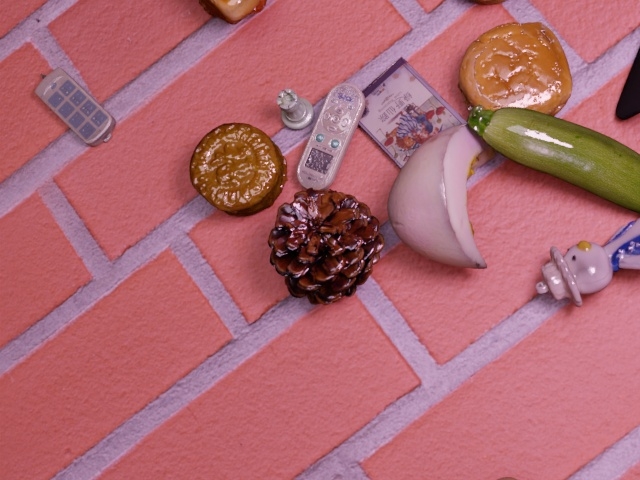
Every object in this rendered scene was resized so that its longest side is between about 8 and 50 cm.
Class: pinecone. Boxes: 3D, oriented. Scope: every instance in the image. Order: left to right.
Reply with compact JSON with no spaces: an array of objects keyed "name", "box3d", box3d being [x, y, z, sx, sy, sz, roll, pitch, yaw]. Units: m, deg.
[{"name":"pinecone","box3d":[0.000,0.000,1.730,0.222,0.221,0.221,-2,78,12]}]

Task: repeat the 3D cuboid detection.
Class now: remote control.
[{"name":"remote control","box3d":[0.022,-0.200,1.838,0.078,0.042,0.221,23,93,17]}]

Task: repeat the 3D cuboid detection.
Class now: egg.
[{"name":"egg","box3d":[0.205,-0.078,1.709,0.162,0.206,0.270,-9,73,35]}]

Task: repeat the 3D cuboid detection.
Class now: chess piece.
[{"name":"chess piece","box3d":[-0.054,-0.261,1.846,0.067,0.103,0.067,-3,78,12]}]

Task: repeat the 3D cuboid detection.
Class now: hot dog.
[{"name":"hot dog","box3d":[-0.201,-0.538,1.912,0.150,0.153,0.256,-45,71,5]}]

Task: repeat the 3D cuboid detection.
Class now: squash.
[{"name":"squash","box3d":[0.449,-0.152,1.675,0.395,0.107,0.107,23,84,0]}]

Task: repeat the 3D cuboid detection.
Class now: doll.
[{"name":"doll","box3d":[0.515,0.029,1.656,0.293,0.119,0.138,-23,32,7]}]

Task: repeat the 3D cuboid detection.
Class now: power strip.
[{"name":"power strip","box3d":[-0.523,-0.287,1.994,0.227,0.029,0.080,42,90,17]}]

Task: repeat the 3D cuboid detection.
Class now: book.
[{"name":"book","box3d":[0.176,-0.229,1.830,0.157,0.026,0.231,-42,73,2]}]

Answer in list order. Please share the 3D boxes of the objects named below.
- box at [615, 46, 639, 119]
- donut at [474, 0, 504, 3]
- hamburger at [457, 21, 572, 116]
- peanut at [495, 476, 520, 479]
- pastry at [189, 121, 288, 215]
[{"name":"box","box3d":[0.605,-0.323,1.674,0.042,0.201,0.212,23,81,-7]},{"name":"donut","box3d":[0.323,-0.538,1.836,0.184,0.073,0.166,42,90,18]},{"name":"hamburger","box3d":[0.362,-0.302,1.767,0.214,0.108,0.213,-2,76,7]},{"name":"peanut","box3d":[0.374,0.542,1.568,0.152,0.152,0.313,-40,77,2]},{"name":"pastry","box3d":[-0.161,-0.139,1.845,0.189,0.103,0.188,-3,77,12]}]
